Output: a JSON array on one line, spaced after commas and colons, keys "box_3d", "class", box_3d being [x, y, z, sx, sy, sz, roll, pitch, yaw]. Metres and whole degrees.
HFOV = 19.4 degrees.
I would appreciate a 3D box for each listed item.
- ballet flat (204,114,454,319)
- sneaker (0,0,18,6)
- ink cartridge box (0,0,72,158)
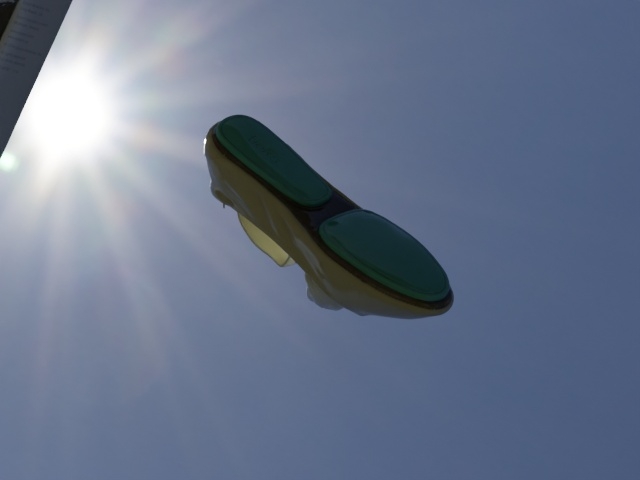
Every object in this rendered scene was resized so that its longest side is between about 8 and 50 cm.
[{"box_3d": [0.000, 0.000, 1.392, 0.248, 0.086, 0.086, 43, -82, 30], "class": "ballet flat"}, {"box_3d": [-0.269, -0.204, 1.478, 0.083, 0.031, 0.035, -12, -113, 7], "class": "sneaker"}, {"box_3d": [-0.300, -0.224, 1.703, 0.165, 0.065, 0.332, 37, -76, 42], "class": "ink cartridge box"}]
